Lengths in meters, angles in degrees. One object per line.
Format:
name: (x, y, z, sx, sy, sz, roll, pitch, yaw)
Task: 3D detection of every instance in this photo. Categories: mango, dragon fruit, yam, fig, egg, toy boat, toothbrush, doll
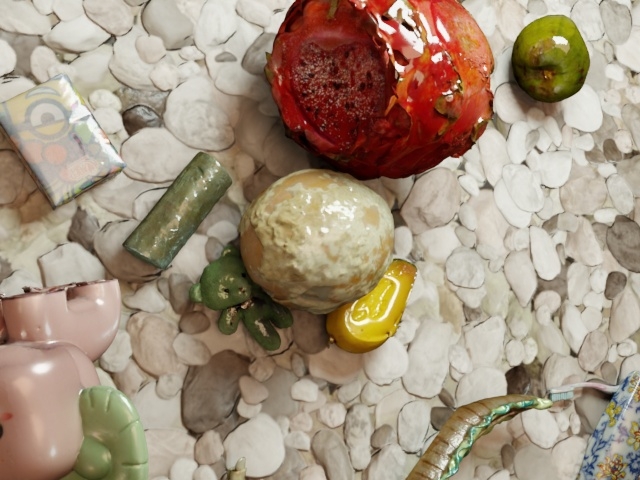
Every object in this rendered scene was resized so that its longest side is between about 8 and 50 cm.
mango: (0.073, 0.093, 1.180, 0.101, 0.066, 0.187, 43, 65, -3)
dragon fruit: (0.085, -0.217, 1.105, 0.302, 0.296, 0.295, 15, 76, -45)
yam: (-0.189, -0.037, 1.091, 0.068, 0.068, 0.169, 41, 69, -12)
fig: (0.371, -0.305, 1.346, 0.127, 0.185, 0.133, -39, 106, 17)
egg: (0.000, 0.000, 1.092, 0.233, 0.195, 0.194, -10, 86, -53)
toy boat: (0.216, 0.300, 1.191, 0.099, 0.108, 0.293, 40, 61, 21)
toothbrush: (0.488, 0.242, 1.349, 0.269, 0.021, 0.027, -1, 96, -22)
doll: (-0.316, 0.187, 0.936, 0.216, 0.284, 0.268, -11, 94, -66)
doll: (-0.096, 0.081, 1.112, 0.150, 0.077, 0.115, 43, 67, -21)

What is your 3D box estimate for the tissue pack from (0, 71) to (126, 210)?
tissue pack: (-0.335, -0.127, 1.047, 0.109, 0.060, 0.148, -34, 95, -21)

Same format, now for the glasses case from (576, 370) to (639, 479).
glasses case: (0.479, 0.328, 1.305, 0.087, 0.065, 0.248, 35, 78, -22)

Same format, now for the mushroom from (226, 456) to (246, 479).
mushroom: (-0.121, 0.378, 1.068, 0.061, 0.060, 0.187, 7, 77, -22)
